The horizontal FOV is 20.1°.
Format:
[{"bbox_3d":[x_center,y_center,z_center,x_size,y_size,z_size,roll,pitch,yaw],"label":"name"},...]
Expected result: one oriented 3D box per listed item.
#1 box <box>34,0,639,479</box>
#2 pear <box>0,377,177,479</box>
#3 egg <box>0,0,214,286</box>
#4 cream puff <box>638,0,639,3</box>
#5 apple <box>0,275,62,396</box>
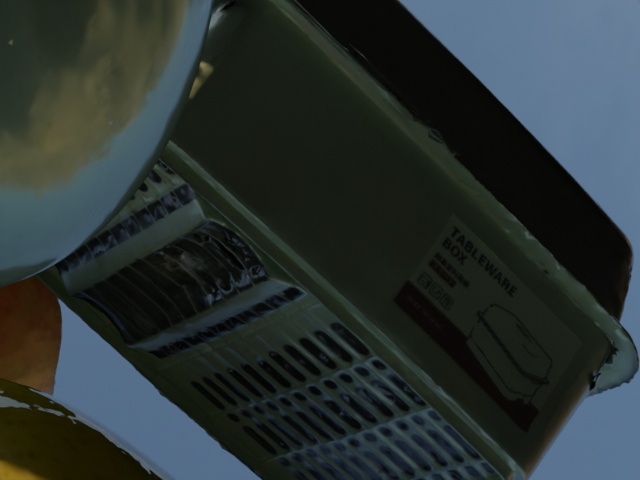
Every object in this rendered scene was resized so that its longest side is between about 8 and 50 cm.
[{"bbox_3d":[0.000,0.000,0.903,0.290,0.220,0.166,44,-125,-15],"label":"box"},{"bbox_3d":[-0.207,0.237,0.891,0.362,0.362,0.418,5,-152,-33],"label":"pear"},{"bbox_3d":[-0.097,-0.080,0.407,0.149,0.149,0.192,-33,-62,-39],"label":"egg"},{"bbox_3d":[0.326,-0.184,1.077,0.324,0.257,0.291,-8,-97,-26],"label":"cream puff"},{"bbox_3d":[-0.323,0.042,1.197,0.163,0.293,0.251,-13,-96,-48],"label":"apple"}]
